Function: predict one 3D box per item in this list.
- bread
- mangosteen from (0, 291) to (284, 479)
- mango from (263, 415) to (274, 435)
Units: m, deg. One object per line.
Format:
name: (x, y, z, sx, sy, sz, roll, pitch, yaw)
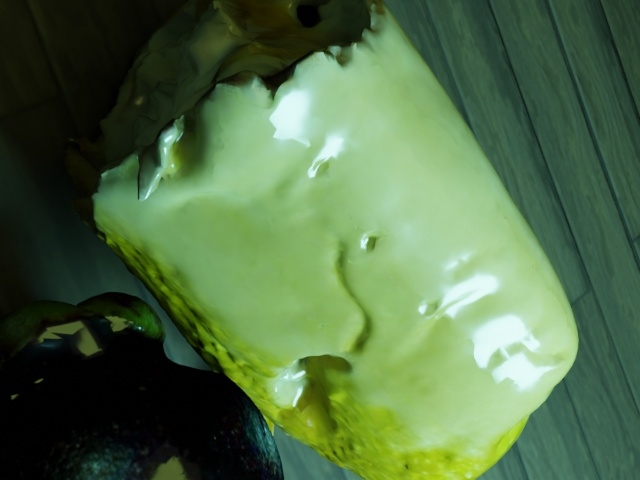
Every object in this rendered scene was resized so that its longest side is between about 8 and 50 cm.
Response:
bread: (0.000, 0.000, 0.822, 0.394, 0.250, 0.361, 55, 6, -23)
mangosteen: (-0.131, 0.148, 0.721, 0.243, 0.243, 0.243, 13, 71, -43)
mango: (-0.063, 0.146, 0.907, 0.060, 0.046, 0.089, 35, 53, -34)
